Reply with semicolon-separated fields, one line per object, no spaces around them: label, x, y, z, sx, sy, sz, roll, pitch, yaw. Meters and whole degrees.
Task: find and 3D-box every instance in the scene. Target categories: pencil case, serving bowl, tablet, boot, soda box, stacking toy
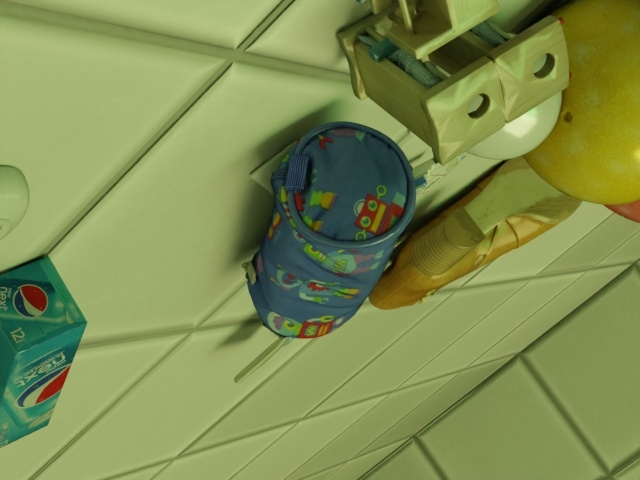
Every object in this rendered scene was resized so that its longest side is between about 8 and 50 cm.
pencil case;0.000;0.000;1.175;0.133;0.119;0.306;9;158;-6
serving bowl;-0.236;-0.015;0.845;0.083;0.027;0.083;-33;164;-11
tablet;-0.033;-0.066;1.141;0.054;0.006;0.083;-37;164;5
boot;0.204;-0.011;1.638;0.295;0.104;0.211;-26;170;-35
soda box;-0.262;0.103;1.046;0.067;0.071;0.210;-24;160;-33
stacking toy;0.303;-0.145;1.223;0.480;0.350;0.350;-1;147;-31

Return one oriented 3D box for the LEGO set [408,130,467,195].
LEGO set;0.123;-0.072;1.348;0.244;0.060;0.182;-44;158;29

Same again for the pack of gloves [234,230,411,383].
pack of gloves;-0.006;0.068;1.539;0.232;0.046;0.195;-43;176;25

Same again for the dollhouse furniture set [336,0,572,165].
dollhouse furniture set;0.090;-0.183;0.916;0.129;0.129;0.183;-32;134;-13
